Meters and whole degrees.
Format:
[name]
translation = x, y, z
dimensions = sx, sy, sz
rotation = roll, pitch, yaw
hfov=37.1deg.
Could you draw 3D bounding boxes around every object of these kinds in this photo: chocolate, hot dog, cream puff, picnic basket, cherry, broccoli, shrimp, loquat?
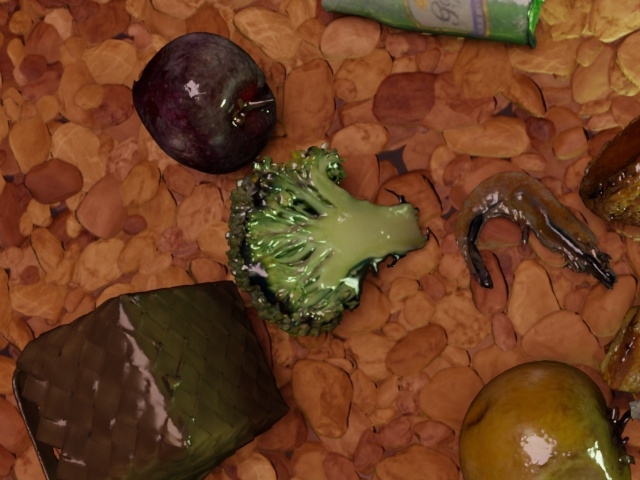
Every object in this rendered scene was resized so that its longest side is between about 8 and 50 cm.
[chocolate]
translation = 0.146, -0.323, 1.270
dimensions = 0.291, 0.110, 0.110
rotation = 8, 85, 17
[hot dog]
translation = 0.442, 0.100, 1.135
dimensions = 0.261, 0.093, 0.123
rotation = -15, 97, -7
[cream puff]
translation = 0.427, -0.059, 1.145
dimensions = 0.169, 0.183, 0.183
rotation = 43, 94, -8
[picnic basket]
translation = -0.238, 0.207, 1.194
dimensions = 0.321, 0.291, 0.254
rotation = -33, 76, 23
[cherry]
translation = -0.155, -0.186, 1.283
dimensions = 0.195, 0.195, 0.195
rotation = -2, 82, 14
[broccoli]
translation = -0.016, 0.003, 1.261
dimensions = 0.180, 0.273, 0.242
rotation = -13, 88, 57
[shrimp]
translation = 0.268, 0.012, 1.217
dimensions = 0.219, 0.046, 0.152
rotation = 42, 93, 19
[loquat]
translation = 0.263, 0.249, 1.105
dimensions = 0.213, 0.213, 0.213
rotation = -2, 82, 14

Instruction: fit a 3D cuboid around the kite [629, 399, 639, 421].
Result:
[kite]
translation = 0.492, 0.145, 1.098
dimensions = 0.314, 0.011, 0.335
rotation = -13, 103, -12
